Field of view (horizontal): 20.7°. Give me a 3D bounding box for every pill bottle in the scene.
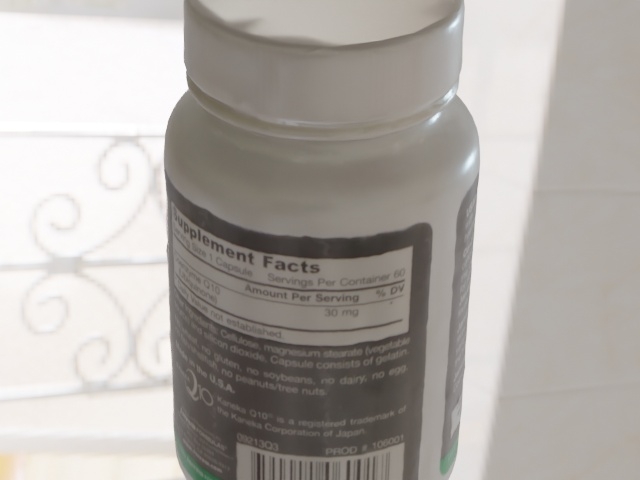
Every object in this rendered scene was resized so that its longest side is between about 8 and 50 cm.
[{"bbox_3d":[0.000,0.000,1.152,0.204,0.204,0.361,41,-41,46],"label":"pill bottle"}]
